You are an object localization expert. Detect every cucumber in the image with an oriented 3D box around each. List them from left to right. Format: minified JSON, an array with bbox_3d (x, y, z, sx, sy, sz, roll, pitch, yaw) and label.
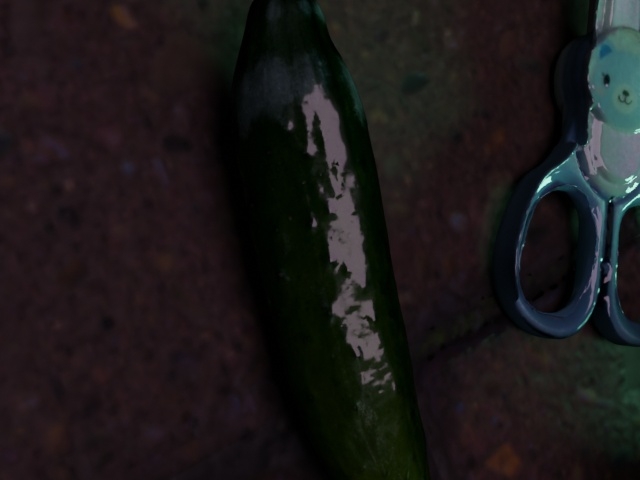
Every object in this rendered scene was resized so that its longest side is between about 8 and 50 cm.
[{"bbox_3d":[0.000,0.000,0.436,0.056,0.056,0.250,-15,95,-33],"label":"cucumber"}]

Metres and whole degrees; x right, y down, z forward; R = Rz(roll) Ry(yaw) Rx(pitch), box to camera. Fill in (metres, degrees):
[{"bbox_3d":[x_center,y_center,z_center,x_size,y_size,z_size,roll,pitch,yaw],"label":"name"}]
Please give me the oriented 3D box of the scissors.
[{"bbox_3d":[0.145,-0.076,0.547,0.125,0.030,0.256,8,84,-31],"label":"scissors"}]
